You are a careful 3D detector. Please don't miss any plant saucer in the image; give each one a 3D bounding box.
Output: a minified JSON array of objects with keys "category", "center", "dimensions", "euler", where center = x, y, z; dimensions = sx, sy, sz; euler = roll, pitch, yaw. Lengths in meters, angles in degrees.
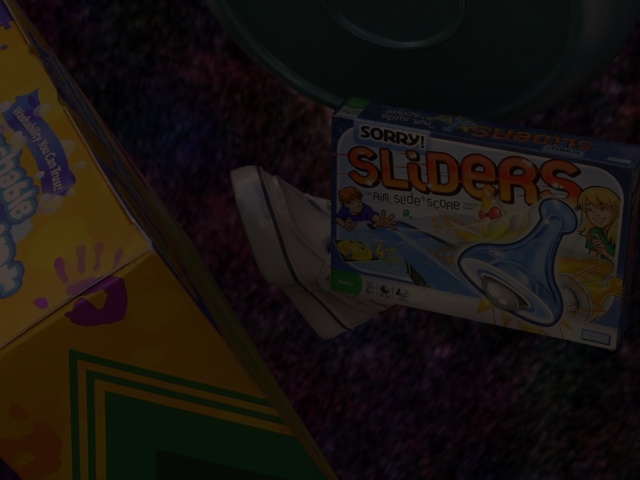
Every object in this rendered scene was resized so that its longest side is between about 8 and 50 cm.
[{"category":"plant saucer","center":[0.049,-0.173,1.102],"dimensions":[0.318,0.317,0.043],"euler":[22,55,-2]}]

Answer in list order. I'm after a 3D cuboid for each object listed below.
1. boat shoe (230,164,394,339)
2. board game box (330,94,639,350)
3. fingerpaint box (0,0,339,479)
[{"category":"boat shoe","center":[0.000,0.000,1.358],"dimensions":[0.084,0.258,0.095],"euler":[-21,67,9]},{"category":"board game box","center":[0.105,-0.013,1.104],"dimensions":[0.201,0.136,0.035],"euler":[11,31,20]},{"category":"fingerpaint box","center":[-0.171,0.045,1.236],"dimensions":[0.163,0.371,0.445],"euler":[-34,42,-2]}]
